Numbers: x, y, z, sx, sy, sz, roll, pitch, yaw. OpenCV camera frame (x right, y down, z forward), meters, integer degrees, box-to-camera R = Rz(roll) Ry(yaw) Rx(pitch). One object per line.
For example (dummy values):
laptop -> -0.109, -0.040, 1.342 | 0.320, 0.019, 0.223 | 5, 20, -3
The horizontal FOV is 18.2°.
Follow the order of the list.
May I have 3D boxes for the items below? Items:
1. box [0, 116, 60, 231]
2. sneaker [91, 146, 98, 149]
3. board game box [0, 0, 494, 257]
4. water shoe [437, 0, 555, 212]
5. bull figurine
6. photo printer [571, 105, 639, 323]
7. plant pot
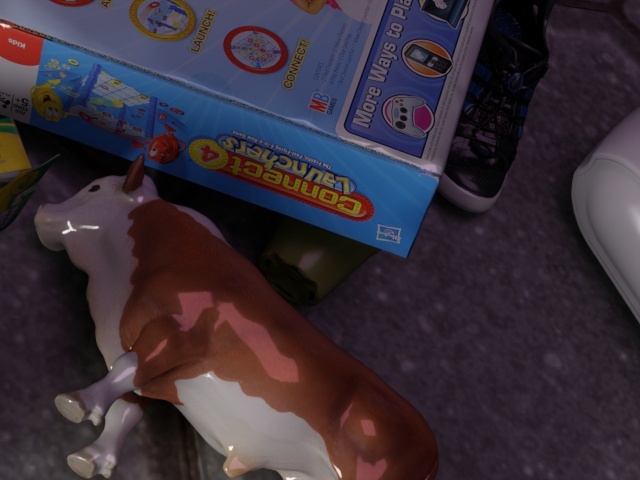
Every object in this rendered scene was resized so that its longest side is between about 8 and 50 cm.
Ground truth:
box -> -0.254, -0.026, 1.206 | 0.179, 0.105, 0.043 | -10, 69, -34
sneaker -> -0.158, -0.101, 1.349 | 0.037, 0.032, 0.083 | -24, 77, -37
board game box -> -0.038, -0.170, 1.360 | 0.302, 0.086, 0.308 | 20, 49, 0
water shoe -> 0.126, -0.116, 1.485 | 0.073, 0.080, 0.203 | 23, 54, -15
bull figurine -> -0.065, 0.087, 1.250 | 0.310, 0.101, 0.188 | 36, 55, -3
photo printer -> 0.345, 0.016, 1.512 | 0.256, 0.107, 0.307 | -24, 75, -37
plant pot -> 0.000, 0.000, 1.356 | 0.083, 0.083, 0.079 | 41, 63, -2
